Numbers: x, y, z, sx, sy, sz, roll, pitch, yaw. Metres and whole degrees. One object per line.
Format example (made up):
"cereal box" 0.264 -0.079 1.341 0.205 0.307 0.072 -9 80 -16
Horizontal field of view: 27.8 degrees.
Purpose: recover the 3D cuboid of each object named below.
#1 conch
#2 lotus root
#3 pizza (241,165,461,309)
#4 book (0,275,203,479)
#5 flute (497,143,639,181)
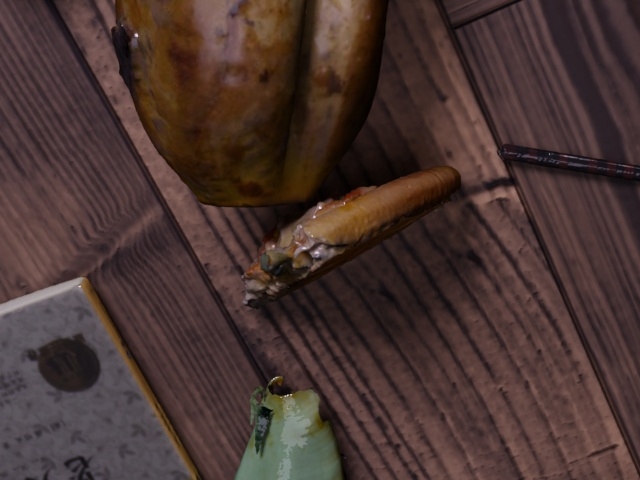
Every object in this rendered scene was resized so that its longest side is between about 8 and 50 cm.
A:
"conch" -0.020 0.192 1.054 0.105 0.079 0.170 3 110 -18
"lotus root" -0.043 -0.152 0.826 0.193 0.193 0.291 5 116 -2
"pizza" 0.000 0.000 0.944 0.195 0.185 0.052 -32 83 43
"book" -0.225 0.231 1.091 0.268 0.032 0.389 -21 114 12
"flute" 0.264 -0.045 0.966 0.269 0.014 0.014 9 116 -5
